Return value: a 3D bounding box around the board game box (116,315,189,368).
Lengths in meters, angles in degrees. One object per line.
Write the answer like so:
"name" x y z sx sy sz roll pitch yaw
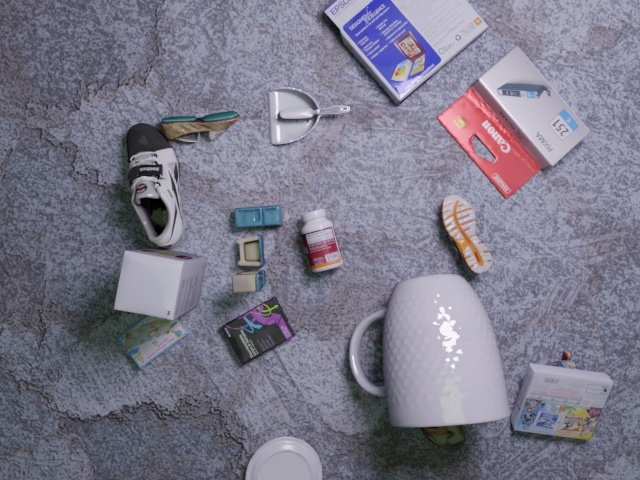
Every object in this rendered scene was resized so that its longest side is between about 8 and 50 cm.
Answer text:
"board game box" -0.436 0.246 1.316 0.154 0.026 0.103 -37 91 -1

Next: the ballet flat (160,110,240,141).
"ballet flat" -0.307 -0.291 1.305 0.206 0.073 0.067 -4 118 2

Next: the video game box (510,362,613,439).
"video game box" 0.617 0.416 1.299 0.205 0.048 0.187 8 109 -1

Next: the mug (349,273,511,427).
"mug" 0.240 0.267 1.225 0.374 0.276 0.328 -14 72 28

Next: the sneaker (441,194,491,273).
"sneaker" 0.366 -0.014 1.305 0.084 0.083 0.215 -20 86 -1

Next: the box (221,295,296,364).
"box" -0.162 0.236 1.320 0.162 0.029 0.116 -30 91 1

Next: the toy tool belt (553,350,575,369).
"toy tool belt" 0.639 0.335 1.324 0.051 0.052 0.083 -9 90 -9

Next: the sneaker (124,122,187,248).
"sneaker" -0.417 -0.144 1.258 0.122 0.146 0.330 -17 89 1

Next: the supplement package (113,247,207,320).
"supplement package" -0.372 0.096 1.208 0.139 0.244 0.134 11 90 -2

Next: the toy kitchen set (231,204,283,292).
"toy kitchen set" -0.154 0.016 1.250 0.122 0.166 0.207 -5 91 -1

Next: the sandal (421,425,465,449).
"sandal" 0.291 0.459 1.313 0.090 0.060 0.219 -36 91 0

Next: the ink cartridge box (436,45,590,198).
"ink cartridge box" 0.499 -0.302 1.311 0.261 0.066 0.296 -41 91 -2

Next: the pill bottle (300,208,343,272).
"pill bottle" 0.000 0.000 1.293 0.086 0.086 0.152 -15 90 -1

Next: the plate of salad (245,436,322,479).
"plate of salad" -0.095 0.611 1.315 0.200 0.048 0.200 1 86 -11

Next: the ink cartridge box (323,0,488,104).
"ink cartridge box" 0.218 -0.565 1.306 0.303 0.072 0.307 -40 89 0

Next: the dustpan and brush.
"dustpan and brush" -0.031 -0.328 1.303 0.211 0.060 0.147 -3 90 -1
